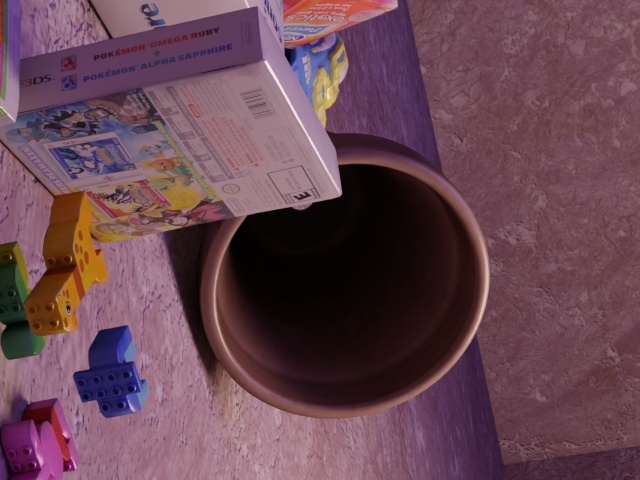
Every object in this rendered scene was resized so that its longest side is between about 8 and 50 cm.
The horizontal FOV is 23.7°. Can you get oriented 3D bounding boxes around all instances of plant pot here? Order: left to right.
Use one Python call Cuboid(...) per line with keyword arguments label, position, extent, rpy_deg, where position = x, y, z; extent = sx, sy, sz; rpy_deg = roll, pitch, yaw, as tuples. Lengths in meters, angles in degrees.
Cuboid(label="plant pot", position=(0.000, 0.000, 1.425), extent=(0.229, 0.263, 0.263), rpy_deg=(-119, -168, -63))

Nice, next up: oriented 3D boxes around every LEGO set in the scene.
Cuboid(label="LEGO set", position=(-0.161, 0.050, 0.877), extent=(0.093, 0.087, 0.227), rpy_deg=(-73, 150, -67))

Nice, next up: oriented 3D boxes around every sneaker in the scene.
Cuboid(label="sneaker", position=(-0.026, -0.215, 1.766), extent=(0.240, 0.091, 0.126), rpy_deg=(-86, 162, -48))

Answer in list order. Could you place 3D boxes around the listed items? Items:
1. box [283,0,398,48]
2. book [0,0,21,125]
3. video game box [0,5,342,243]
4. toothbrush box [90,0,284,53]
Cuboid(label="box", position=(-0.043, -0.361, 1.537), extent=(0.142, 0.154, 0.299), rpy_deg=(1, 78, -49))
Cuboid(label="book", position=(-0.217, -0.138, 0.876), extent=(0.144, 0.035, 0.096), rpy_deg=(56, 22, -62))
Cuboid(label="video game box", position=(-0.100, -0.070, 1.028), extent=(0.205, 0.187, 0.048), rpy_deg=(59, 21, -63))
Cuboid(label="toothbrush box", position=(-0.118, -0.297, 1.289), extent=(0.216, 0.126, 0.295), rpy_deg=(64, 21, -55))
